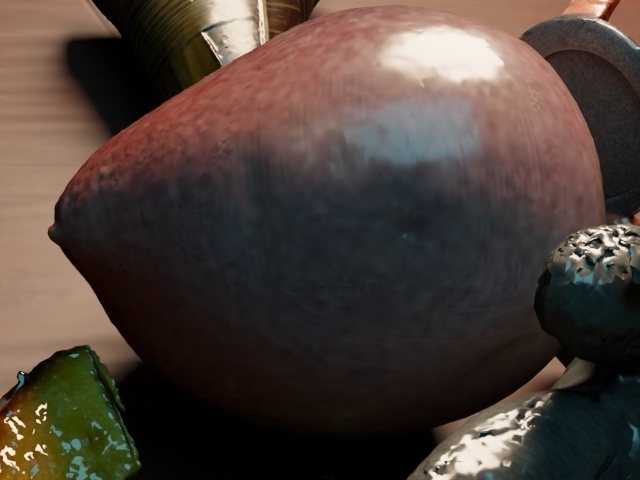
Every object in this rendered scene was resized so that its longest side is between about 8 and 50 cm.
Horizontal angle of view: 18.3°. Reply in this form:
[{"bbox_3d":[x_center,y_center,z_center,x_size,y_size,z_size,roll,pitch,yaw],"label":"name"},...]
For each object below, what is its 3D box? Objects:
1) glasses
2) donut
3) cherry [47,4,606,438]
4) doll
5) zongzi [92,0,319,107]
[{"bbox_3d":[0.200,-0.065,1.081,0.118,0.234,0.268,2,34,32],"label":"glasses"},{"bbox_3d":[-0.079,0.141,0.874,0.181,0.078,0.146,29,44,-1],"label":"donut"},{"bbox_3d":[0.009,0.004,0.942,0.239,0.239,0.206,-39,101,-43],"label":"cherry"},{"bbox_3d":[0.164,0.094,0.849,0.158,0.246,0.340,3,26,38],"label":"doll"},{"bbox_3d":[-0.023,-0.103,1.142,0.184,0.084,0.187,-2,54,-37],"label":"zongzi"}]
